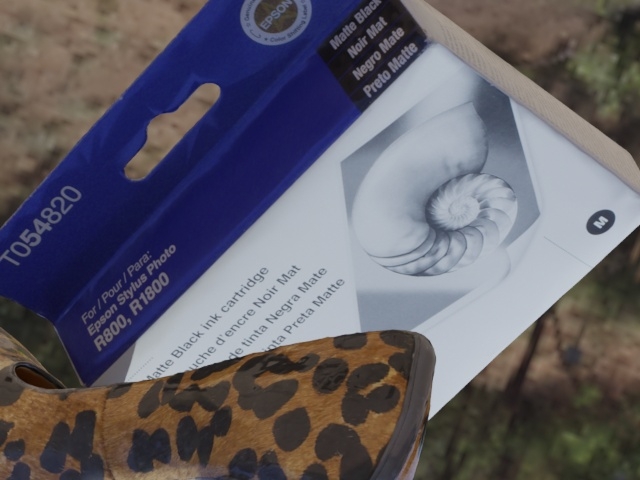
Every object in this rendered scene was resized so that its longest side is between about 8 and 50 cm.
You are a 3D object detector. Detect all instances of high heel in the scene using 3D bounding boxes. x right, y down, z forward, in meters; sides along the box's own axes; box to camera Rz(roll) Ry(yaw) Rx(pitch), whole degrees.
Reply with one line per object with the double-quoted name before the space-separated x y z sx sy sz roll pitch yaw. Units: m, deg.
"high heel" -0.060 0.060 0.726 0.093 0.186 0.261 39 -173 -40

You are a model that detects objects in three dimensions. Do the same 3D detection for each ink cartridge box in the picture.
"ink cartridge box" 0.000 0.000 0.772 0.224 0.223 0.045 30 -156 -36
